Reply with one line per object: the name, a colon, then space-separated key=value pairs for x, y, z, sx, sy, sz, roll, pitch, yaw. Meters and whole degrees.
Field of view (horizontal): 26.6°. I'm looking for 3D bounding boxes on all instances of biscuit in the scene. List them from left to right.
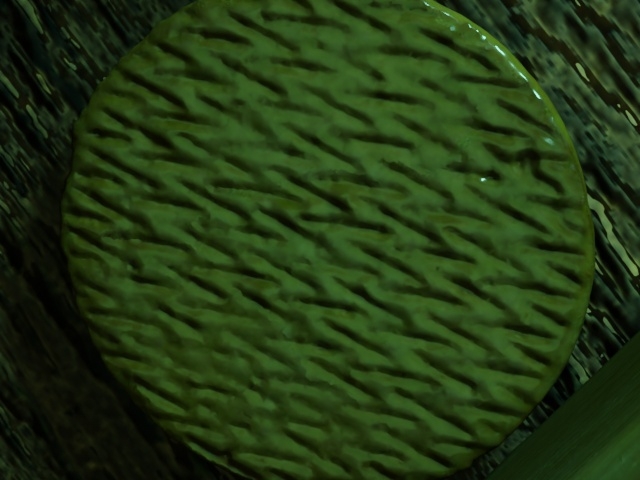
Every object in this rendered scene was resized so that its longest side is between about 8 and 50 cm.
biscuit: x=0.000 y=0.000 z=0.652 sx=0.261 sy=0.037 sz=0.262 roll=3 pitch=104 yaw=13

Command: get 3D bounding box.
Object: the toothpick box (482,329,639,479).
toothpick box: x=0.200 y=0.090 z=0.560 sx=0.187 sy=0.190 sz=0.308 roll=42 pitch=113 yaw=0
